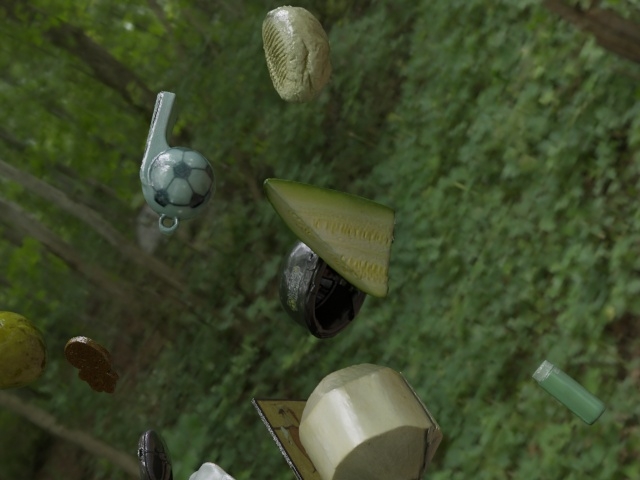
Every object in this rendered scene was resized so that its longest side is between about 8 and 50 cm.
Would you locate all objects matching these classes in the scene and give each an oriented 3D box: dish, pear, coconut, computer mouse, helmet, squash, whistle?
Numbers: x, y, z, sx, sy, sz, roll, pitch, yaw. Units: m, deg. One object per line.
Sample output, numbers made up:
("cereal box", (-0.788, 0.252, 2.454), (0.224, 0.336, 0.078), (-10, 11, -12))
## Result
("dish", (-0.246, 0.624, 2.241), (0.081, 0.229, 0.229), (-23, -38, -43))
("pear", (-0.422, 0.149, 1.328), (0.131, 0.107, 0.107), (26, -88, -44))
("coconut", (0.112, 0.444, 2.214), (0.323, 0.323, 0.323), (-54, -17, -25))
("computer mouse", (-0.325, 0.459, 1.979), (0.232, 0.057, 0.120), (92, 169, -59))
("helmet", (-0.004, 0.072, 2.209), (0.230, 0.160, 0.279), (-17, -63, -48))
("squash", (0.000, 0.000, 2.004), (0.111, 0.288, 0.203), (170, 108, -69))
("whistle", (-0.282, -0.148, 2.011), (0.163, 0.163, 0.290), (72, -153, -70))

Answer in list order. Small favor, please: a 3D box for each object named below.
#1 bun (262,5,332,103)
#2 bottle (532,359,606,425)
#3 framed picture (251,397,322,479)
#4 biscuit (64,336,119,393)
("bun", (-0.042, -0.418, 2.199), (0.134, 0.220, 0.220), (-16, -35, -19))
("bottle", (0.276, 0.169, 1.102), (0.030, 0.083, 0.030), (-48, -13, -15))
("framed picture", (-0.004, 0.519, 2.431), (0.255, 0.339, 0.014), (11, -56, -47))
("biscuit", (-0.528, 0.287, 2.296), (0.026, 0.124, 0.175), (-63, -31, -44))
